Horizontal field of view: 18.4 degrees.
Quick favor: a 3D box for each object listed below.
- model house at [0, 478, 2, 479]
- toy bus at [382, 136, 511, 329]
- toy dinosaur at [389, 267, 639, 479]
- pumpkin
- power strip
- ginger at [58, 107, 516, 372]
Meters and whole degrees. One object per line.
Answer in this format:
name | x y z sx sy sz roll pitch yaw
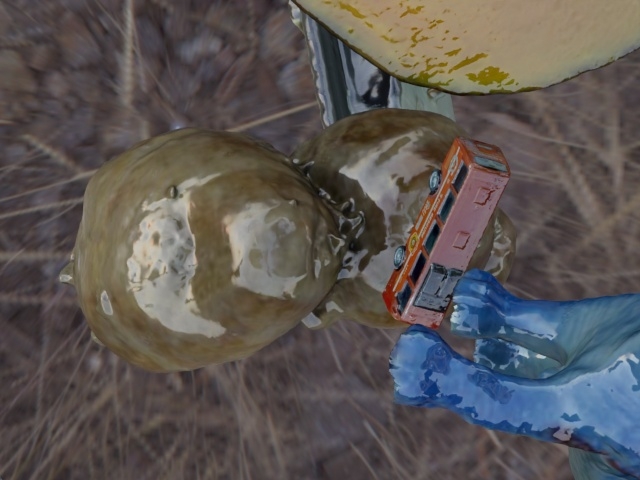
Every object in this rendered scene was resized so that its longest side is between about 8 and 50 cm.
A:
model house | -0.178 0.141 0.483 0.271 0.301 0.190 -15 104 -42
toy bus | 0.069 -0.002 1.078 0.031 0.043 0.110 13 117 -20
toy dinosaur | 0.092 0.057 0.607 0.144 0.329 0.076 14 59 4
pumpkin | 0.046 -0.188 1.053 0.312 0.169 0.148 28 111 -35
power strip | 0.058 -0.135 1.634 0.092 0.257 0.251 -25 64 16
ginger | 0.000 0.000 1.249 0.304 0.244 0.155 -2 81 -19
